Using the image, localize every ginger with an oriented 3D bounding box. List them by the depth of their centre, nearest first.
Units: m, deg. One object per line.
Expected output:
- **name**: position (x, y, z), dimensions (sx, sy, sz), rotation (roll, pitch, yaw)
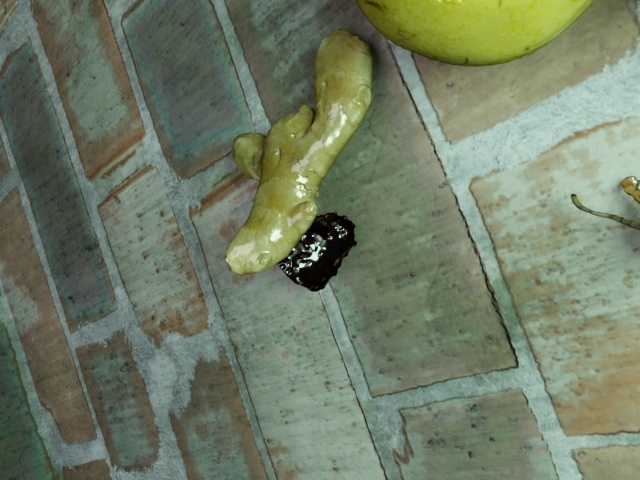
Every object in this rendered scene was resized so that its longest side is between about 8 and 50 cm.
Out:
- **ginger**: position (-0.031, -0.135, 1.015), dimensions (0.363, 0.122, 0.348), rotation (-30, 50, 31)

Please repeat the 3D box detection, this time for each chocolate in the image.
- **chocolate**: position (0.000, 0.000, 1.078), dimensions (0.133, 0.156, 0.156), rotation (-38, 74, 16)

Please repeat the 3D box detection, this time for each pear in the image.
- **pear**: position (0.181, -0.377, 0.713), dimensions (0.349, 0.348, 0.348), rotation (9, 104, 37)

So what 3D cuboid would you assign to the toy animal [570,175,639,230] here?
- **toy animal**: position (0.425, -0.013, 0.728), dimensions (0.255, 0.116, 0.114), rotation (12, 105, 37)
